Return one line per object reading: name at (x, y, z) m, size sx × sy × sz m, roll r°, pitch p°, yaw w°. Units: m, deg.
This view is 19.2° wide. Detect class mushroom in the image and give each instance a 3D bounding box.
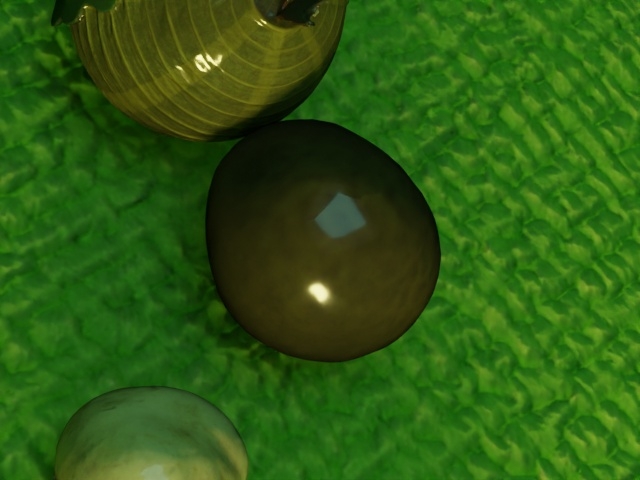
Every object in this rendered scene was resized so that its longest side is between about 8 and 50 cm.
mushroom at (-0.131, 0.182, 1.461) m, size 0.154 × 0.122 × 0.154 m, roll 7°, pitch 24°, yaw -3°

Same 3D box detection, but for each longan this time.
longan at (0.000, 0.000, 1.590) m, size 0.198 × 0.198 × 0.212 m, roll -33°, pitch 101°, yaw -38°

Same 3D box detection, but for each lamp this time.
lamp at (-0.084, -0.204, 1.603) m, size 0.250 × 0.284 × 0.250 m, roll -4°, pitch 97°, yaw -34°
